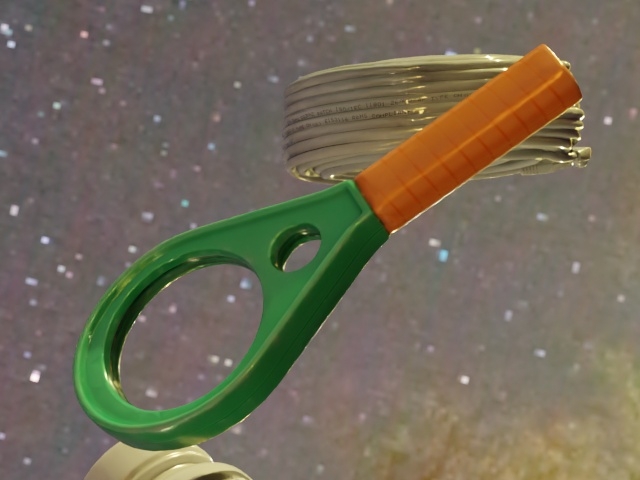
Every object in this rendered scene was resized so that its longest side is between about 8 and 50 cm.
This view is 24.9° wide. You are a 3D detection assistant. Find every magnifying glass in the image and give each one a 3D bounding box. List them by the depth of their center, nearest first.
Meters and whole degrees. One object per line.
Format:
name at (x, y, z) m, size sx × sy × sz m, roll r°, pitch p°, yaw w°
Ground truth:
magnifying glass at (0.000, 0.000, 0.572) m, size 0.231 × 0.092 × 0.026 m, roll -34°, pitch -45°, yaw 4°

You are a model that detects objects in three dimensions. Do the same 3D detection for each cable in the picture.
cable at (0.093, -0.101, 1.228) m, size 0.257 × 0.257 × 0.089 m, roll 7°, pitch -101°, yaw -75°

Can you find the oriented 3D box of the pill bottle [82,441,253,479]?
pill bottle at (-0.080, 0.293, 1.236) m, size 0.161 × 0.283 × 0.161 m, roll -28°, pitch -45°, yaw -31°
